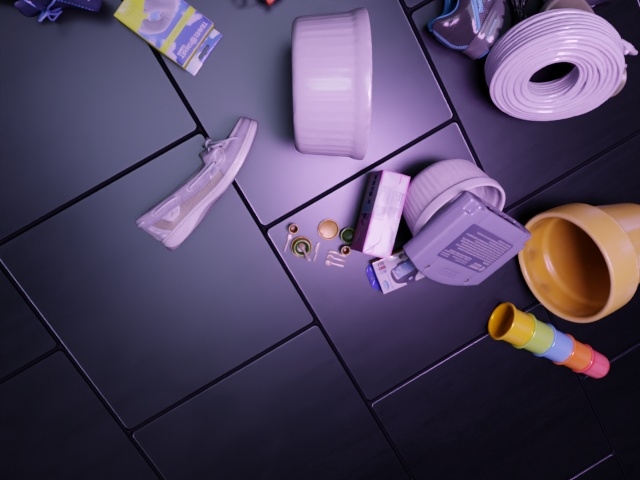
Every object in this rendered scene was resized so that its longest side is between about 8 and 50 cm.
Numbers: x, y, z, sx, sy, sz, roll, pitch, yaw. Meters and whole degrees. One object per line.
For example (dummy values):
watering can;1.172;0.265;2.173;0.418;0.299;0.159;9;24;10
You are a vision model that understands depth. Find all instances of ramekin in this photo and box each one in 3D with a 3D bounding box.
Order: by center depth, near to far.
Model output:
ramekin;0.016;-0.291;0.989;0.135;0.277;0.276;-1;101;-1
ramekin;0.271;-0.078;1.105;0.207;0.109;0.207;-18;144;-14

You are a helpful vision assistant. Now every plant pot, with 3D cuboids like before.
plant pot;0.621;0.025;1.162;0.239;0.254;0.253;-18;103;-20

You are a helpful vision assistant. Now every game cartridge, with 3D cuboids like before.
game cartridge;0.308;0.011;1.102;0.198;0.062;0.297;-41;143;25

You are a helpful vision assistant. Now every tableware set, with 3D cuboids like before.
tableware set;0.000;0.000;1.161;0.154;0.024;0.103;16;97;-11

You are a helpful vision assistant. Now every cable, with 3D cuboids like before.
cable;0.472;-0.345;1.064;0.257;0.257;0.089;23;58;-30

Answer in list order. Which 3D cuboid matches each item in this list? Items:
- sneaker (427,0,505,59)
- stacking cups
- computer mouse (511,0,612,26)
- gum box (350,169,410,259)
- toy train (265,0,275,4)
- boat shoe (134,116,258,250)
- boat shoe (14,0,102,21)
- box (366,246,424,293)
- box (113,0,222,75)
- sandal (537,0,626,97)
sneaker;0.334;-0.556;1.059;0.140;0.125;0.340;18;96;-10
stacking cups;0.562;0.254;1.258;0.317;0.096;0.095;26;96;-12
computer mouse;0.540;-0.504;1.133;0.262;0.060;0.183;-8;101;-7
gum box;0.127;-0.061;1.117;0.062;0.107;0.188;14;91;-11
toy train;-0.117;-0.550;1.032;0.125;0.046;0.166;10;96;-9
boat shoe;-0.243;-0.126;1.055;0.103;0.118;0.320;37;100;-18
boat shoe;-0.531;-0.455;0.968;0.259;0.109;0.088;17;105;5
box;0.177;0.066;1.199;0.136;0.028;0.081;-23;103;-6
box;-0.297;-0.423;1.028;0.178;0.042;0.109;35;94;-12
sandal;0.577;-0.414;1.115;0.303;0.086;0.120;29;107;-25
